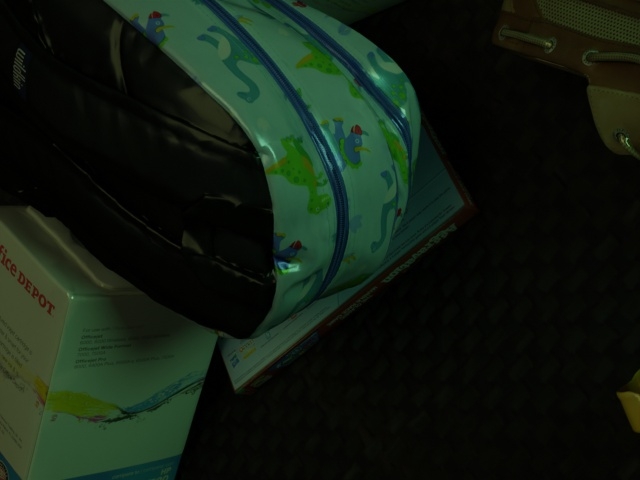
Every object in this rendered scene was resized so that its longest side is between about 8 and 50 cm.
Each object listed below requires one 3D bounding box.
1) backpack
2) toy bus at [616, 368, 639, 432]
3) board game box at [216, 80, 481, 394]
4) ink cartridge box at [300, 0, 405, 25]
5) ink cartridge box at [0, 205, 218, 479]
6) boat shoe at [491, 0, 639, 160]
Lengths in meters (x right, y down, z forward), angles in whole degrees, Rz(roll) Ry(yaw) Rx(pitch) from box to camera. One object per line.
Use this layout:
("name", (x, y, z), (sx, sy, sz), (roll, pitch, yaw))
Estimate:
("backpack", (-0.098, -0.087, 0.829), (0.355, 0.273, 0.290), (45, 135, 42))
("toy bus", (0.304, 0.125, 0.578), (0.220, 0.149, 0.212), (-25, 81, 37))
("board game box", (0.000, 0.000, 0.931), (0.281, 0.027, 0.145), (-40, 58, 27))
("ink cartridge box", (-0.004, -0.265, 0.927), (0.176, 0.128, 0.128), (-15, 71, 37))
("ink cartridge box", (-0.217, 0.105, 0.974), (0.171, 0.168, 0.233), (37, 117, 40))
("boat shoe", (0.232, -0.105, 0.689), (0.324, 0.122, 0.120), (47, 115, 45))
